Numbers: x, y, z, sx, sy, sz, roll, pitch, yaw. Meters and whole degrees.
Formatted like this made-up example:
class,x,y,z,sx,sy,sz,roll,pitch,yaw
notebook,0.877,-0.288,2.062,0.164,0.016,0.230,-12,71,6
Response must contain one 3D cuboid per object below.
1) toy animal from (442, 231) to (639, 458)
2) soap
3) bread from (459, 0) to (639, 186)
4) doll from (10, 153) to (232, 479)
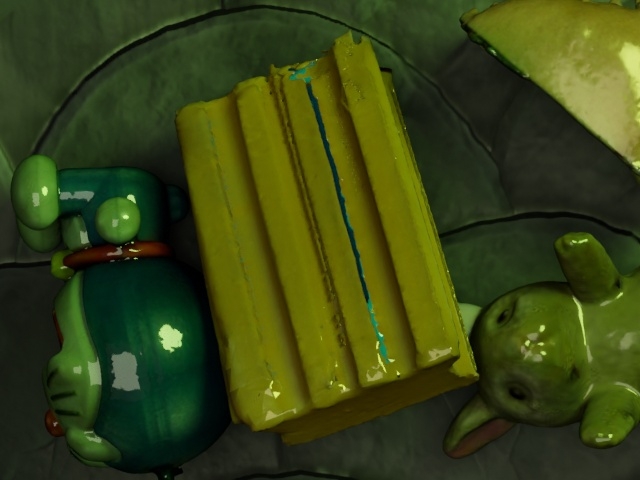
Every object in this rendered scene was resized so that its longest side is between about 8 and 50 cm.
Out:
class,x,y,z,sx,sy,sz,roll,pitch,yaw
toy animal,0.218,0.097,1.575,0.363,0.180,0.181,-7,77,8
soap,0.000,-0.001,1.593,0.204,0.096,0.324,-20,65,13
bread,0.256,-0.148,1.564,0.251,0.174,0.133,42,97,9
doll,-0.172,0.070,1.642,0.186,0.198,0.321,-12,82,-8
